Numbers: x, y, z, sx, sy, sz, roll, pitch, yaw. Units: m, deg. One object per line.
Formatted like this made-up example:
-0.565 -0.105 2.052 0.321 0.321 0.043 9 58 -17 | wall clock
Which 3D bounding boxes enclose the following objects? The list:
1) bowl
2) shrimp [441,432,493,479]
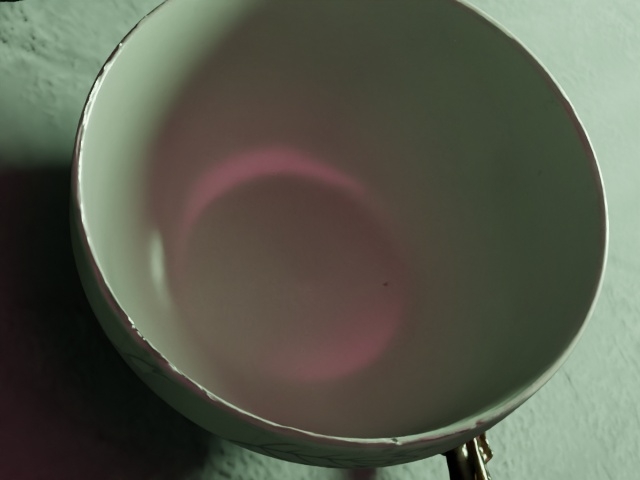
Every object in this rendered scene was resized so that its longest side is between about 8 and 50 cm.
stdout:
0.000 0.000 0.799 0.287 0.144 0.287 7 62 -12 | bowl
0.054 0.066 0.903 0.117 0.066 0.262 18 47 -24 | shrimp
